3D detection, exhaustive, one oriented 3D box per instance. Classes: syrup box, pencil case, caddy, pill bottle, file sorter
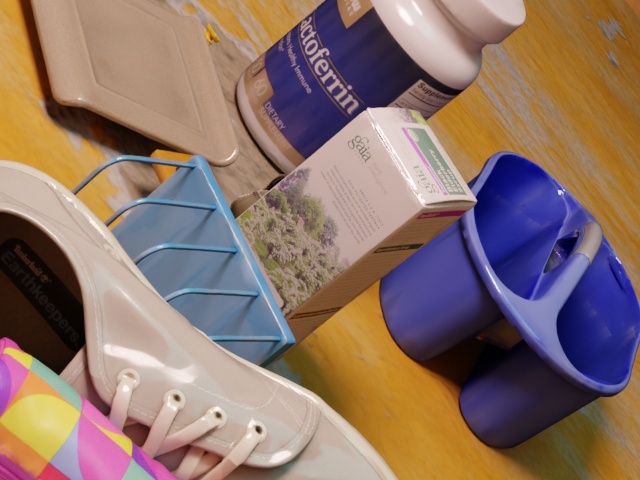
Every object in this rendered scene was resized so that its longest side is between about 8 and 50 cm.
[{"bbox_3d":[0.000,0.000,1.495,0.093,0.237,0.096,58,26,15],"label":"syrup box"},{"bbox_3d":[-0.139,0.163,1.132,0.236,0.104,0.104,39,28,-14],"label":"pencil case"},{"bbox_3d":[0.208,0.047,1.852,0.241,0.179,0.341,48,26,-6],"label":"caddy"},{"bbox_3d":[0.059,-0.178,1.792,0.153,0.264,0.153,39,28,-25],"label":"pill bottle"},{"bbox_3d":[-0.123,0.035,1.387,0.104,0.118,0.170,6,51,-53],"label":"file sorter"}]

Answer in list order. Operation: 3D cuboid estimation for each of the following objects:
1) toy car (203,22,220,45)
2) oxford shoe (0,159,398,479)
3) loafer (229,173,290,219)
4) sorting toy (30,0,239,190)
[{"bbox_3d":[-0.149,-0.233,1.779,0.122,0.040,0.060,58,5,17],"label":"toy car"},{"bbox_3d":[-0.105,0.127,1.231,0.449,0.169,0.130,44,13,0],"label":"oxford shoe"},{"bbox_3d":[-0.002,-0.030,1.697,0.087,0.094,0.251,59,26,5],"label":"loafer"},{"bbox_3d":[-0.172,-0.151,1.630,0.196,0.047,0.348,19,41,-42],"label":"sorting toy"}]
